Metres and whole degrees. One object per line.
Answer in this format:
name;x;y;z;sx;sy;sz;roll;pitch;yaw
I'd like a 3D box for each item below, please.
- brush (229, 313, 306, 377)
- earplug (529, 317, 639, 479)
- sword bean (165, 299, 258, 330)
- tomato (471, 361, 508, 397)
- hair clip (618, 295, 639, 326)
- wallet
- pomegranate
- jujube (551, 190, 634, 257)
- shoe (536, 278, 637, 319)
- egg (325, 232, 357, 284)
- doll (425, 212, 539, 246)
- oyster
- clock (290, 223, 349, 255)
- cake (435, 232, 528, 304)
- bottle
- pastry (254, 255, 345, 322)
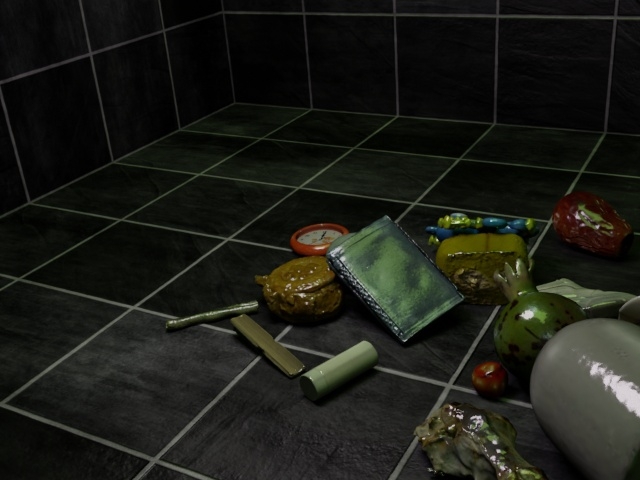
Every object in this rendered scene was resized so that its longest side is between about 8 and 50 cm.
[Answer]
brush;-0.143;0.281;2.016;0.054;0.048;0.282;-25;40;-31
earplug;0.597;0.326;1.488;0.312;0.313;0.394;-11;25;-13
sword bean;-0.310;0.216;2.189;0.269;0.038;0.043;-12;1;-14
tomato;0.399;0.323;1.796;0.087;0.075;0.087;-7;26;4
hair clip;0.739;0.219;1.725;0.172;0.282;0.113;14;75;35
wallet;0.206;0.106;2.114;0.237;0.075;0.342;-33;64;-19
pomegranate;0.501;0.191;1.795;0.242;0.306;0.242;-28;-8;-4
jujube;0.848;-0.046;2.379;0.189;0.190;0.255;-21;37;-30
shoe;0.677;0.167;2.004;0.341;0.132;0.211;-6;28;5
egg;0.126;0.062;2.276;0.236;0.169;0.169;11;30;24
doll;0.481;-0.034;2.300;0.341;0.099;0.346;-2;-14;14
oyster;0.317;0.429;1.531;0.197;0.133;0.337;-18;23;-10
clock;0.000;0.000;2.561;0.205;0.051;0.205;-5;25;2
cake;0.458;0.083;2.167;0.260;0.179;0.156;-2;25;13
bottle;0.047;0.318;1.871;0.201;0.072;0.072;-24;32;-34
pastry;-0.048;0.149;2.197;0.235;0.132;0.240;-21;22;-13
